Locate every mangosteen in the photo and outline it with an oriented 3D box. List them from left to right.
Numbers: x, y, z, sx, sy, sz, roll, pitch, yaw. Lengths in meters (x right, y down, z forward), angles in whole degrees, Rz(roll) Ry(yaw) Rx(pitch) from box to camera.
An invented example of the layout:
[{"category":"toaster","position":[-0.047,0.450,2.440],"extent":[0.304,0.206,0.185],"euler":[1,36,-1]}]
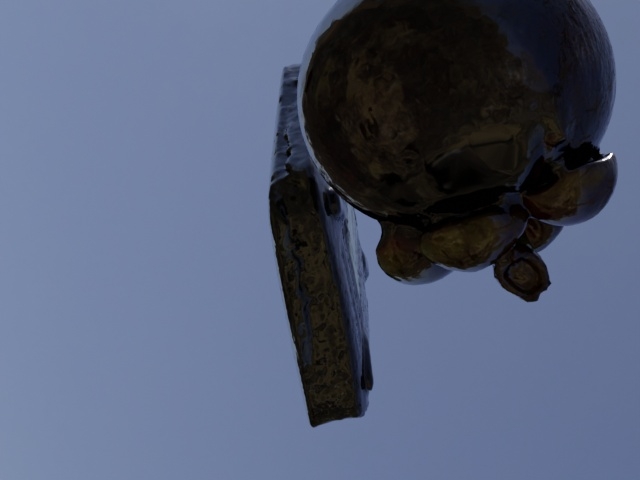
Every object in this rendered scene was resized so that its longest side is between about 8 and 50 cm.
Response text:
[{"category":"mangosteen","position":[0.136,-0.106,1.445],"extent":[0.307,0.306,0.347],"euler":[-20,-94,62]}]

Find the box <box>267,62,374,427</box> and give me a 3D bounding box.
[{"category":"box","position":[0.000,0.000,1.847],"extent":[0.359,0.091,0.350],"euler":[-89,171,-57]}]
